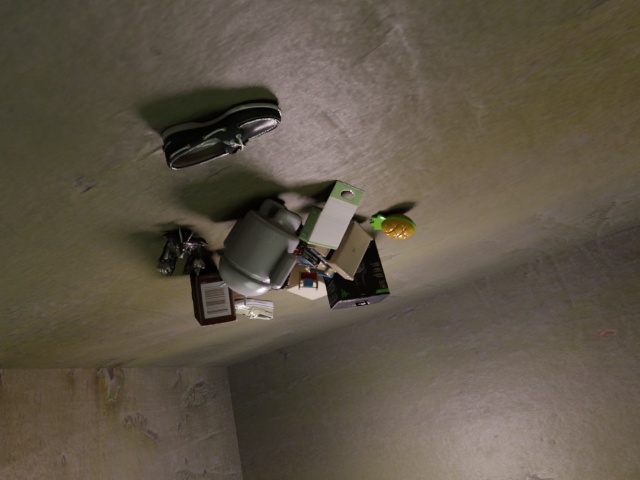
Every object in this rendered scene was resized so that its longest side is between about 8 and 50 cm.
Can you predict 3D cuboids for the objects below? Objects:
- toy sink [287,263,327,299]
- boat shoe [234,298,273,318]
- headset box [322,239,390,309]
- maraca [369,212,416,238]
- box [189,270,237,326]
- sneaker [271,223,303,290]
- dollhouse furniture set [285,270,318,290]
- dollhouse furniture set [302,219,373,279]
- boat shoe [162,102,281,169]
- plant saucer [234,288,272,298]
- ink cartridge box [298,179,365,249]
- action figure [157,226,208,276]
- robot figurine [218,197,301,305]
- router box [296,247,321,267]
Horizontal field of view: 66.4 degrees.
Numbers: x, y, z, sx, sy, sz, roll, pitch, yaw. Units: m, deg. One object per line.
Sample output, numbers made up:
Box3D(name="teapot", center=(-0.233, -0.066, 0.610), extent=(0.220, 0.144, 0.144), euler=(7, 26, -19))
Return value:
Box3D(name="toy sink", center=(-0.045, 0.174, 2.295), extent=(0.153, 0.131, 0.234), euler=(-24, 152, 24))
Box3D(name="boat shoe", center=(-0.365, 0.378, 2.658), extent=(0.109, 0.094, 0.302), euler=(-30, 153, 37))
Box3D(name="headset box", center=(0.147, 0.161, 2.169), extent=(0.247, 0.282, 0.131), euler=(-5, 157, -19))
Box3D(name="maraca", center=(0.291, -0.061, 1.962), extent=(0.186, 0.099, 0.127), euler=(13, 146, 1))
Box3D(name="box", center=(-0.432, 0.223, 1.938), extent=(0.143, 0.191, 0.381), euler=(-7, 180, -20))
Box3D(name="sneaker", center=(-0.148, 0.045, 1.801), extent=(0.098, 0.275, 0.135), euler=(29, 166, -38))
Box3D(name="dollhouse furniture set", center=(-0.097, 0.125, 1.994), extent=(0.184, 0.128, 0.129), euler=(3, 162, -3))
Box3D(name="dollhouse furniture set", center=(0.000, 0.000, 1.981), extent=(0.303, 0.198, 0.286), euler=(8, 154, 46))
Box3D(name="boat shoe", center=(-0.233, -0.246, 1.187), extent=(0.303, 0.091, 0.114), euler=(-17, 159, 8))
Box3D(name="plant saucer", center=(-0.314, 0.235, 2.310), extent=(0.278, 0.041, 0.278), euler=(-13, 174, -1))
Box3D(name="ink cartridge box", center=(0.041, -0.091, 1.700), extent=(0.171, 0.056, 0.235), euler=(14, 104, -50))
Box3D(name="action figure", center=(-0.488, 0.058, 1.734), extent=(0.164, 0.140, 0.275), euler=(6, 155, -15))
Box3D(name="robot figurine", center=(-0.208, 0.038, 1.638), extent=(0.200, 0.300, 0.353), euler=(25, 98, -53))
Box3D(name="router box", center=(-0.070, 0.062, 1.862), extent=(0.092, 0.038, 0.122), euler=(39, 159, -33))
